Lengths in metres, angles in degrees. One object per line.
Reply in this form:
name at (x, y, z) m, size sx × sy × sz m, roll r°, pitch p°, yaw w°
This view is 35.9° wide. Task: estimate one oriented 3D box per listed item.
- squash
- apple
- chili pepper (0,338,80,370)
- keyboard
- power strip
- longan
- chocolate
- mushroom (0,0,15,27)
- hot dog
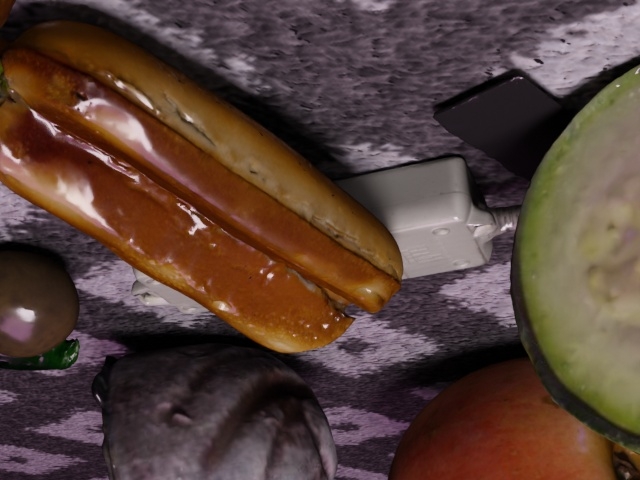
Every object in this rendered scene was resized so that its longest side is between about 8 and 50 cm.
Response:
squash at (0.334, 0.053, 0.681) m, size 0.263 × 0.263 × 0.384 m, roll -22°, pitch 148°, yaw 37°
apple at (0.261, 0.303, 1.103) m, size 0.363 × 0.364 × 0.364 m, roll 0°, pitch 154°, yaw 0°
chili pepper at (-0.344, 0.091, 0.976) m, size 0.216 × 0.062 × 0.108 m, roll 11°, pitch 152°, yaw -26°
keyboard at (0.168, -0.067, 0.711) m, size 0.074 × 0.015 × 0.196 m, roll -27°, pitch 144°, yaw 37°
power strip at (0.000, 0.000, 0.796) m, size 0.338 × 0.058 × 0.098 m, roll -10°, pitch 152°, yaw 19°
longan at (-0.268, 0.055, 0.866) m, size 0.113 × 0.092 × 0.113 m, roll 6°, pitch 165°, yaw 2°
chocolate at (-0.089, 0.238, 1.055) m, size 0.213 × 0.303 × 0.303 m, roll -18°, pitch 153°, yaw 0°
mushroom at (-0.280, -0.110, 0.335) m, size 0.345 × 0.345 × 0.260 m, roll -20°, pitch 109°, yaw 35°
hot dog at (-0.084, -0.037, 0.648) m, size 0.135 × 0.100 × 0.337 m, roll -34°, pitch 129°, yaw 30°
